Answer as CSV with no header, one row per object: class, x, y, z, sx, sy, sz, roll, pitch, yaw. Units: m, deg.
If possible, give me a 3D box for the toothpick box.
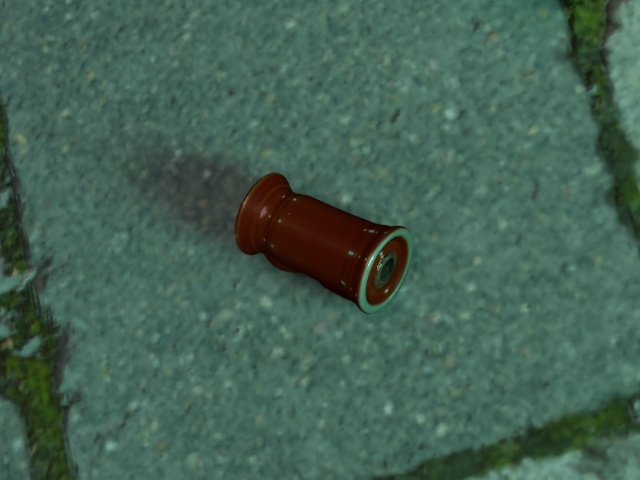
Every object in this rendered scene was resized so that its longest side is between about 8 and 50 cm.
toothpick box,0.000,0.000,0.836,0.083,0.047,0.047,25,85,28
